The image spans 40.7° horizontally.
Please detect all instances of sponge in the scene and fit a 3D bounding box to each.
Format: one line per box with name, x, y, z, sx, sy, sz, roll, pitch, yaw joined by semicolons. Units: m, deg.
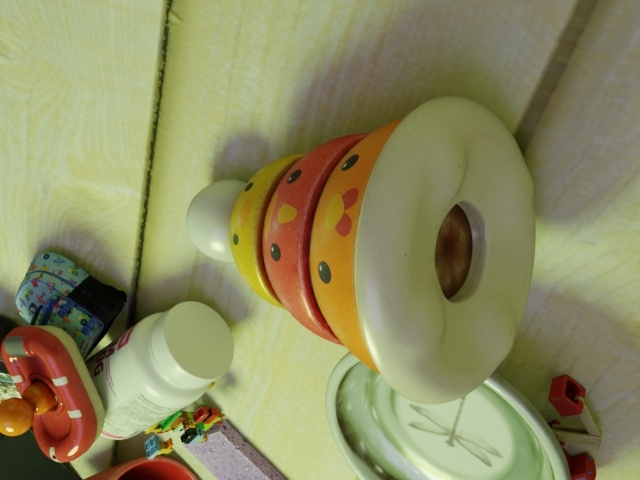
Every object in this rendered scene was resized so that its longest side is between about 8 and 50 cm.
sponge;-0.156;0.434;1.650;0.117;0.031;0.210;-28;112;37

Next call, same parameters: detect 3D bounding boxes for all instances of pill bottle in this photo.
pill bottle;-0.280;0.217;1.446;0.160;0.160;0.283;45;129;-14

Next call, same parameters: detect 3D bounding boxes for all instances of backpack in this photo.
backpack;-0.440;0.112;1.464;0.173;0.117;0.158;37;130;-4

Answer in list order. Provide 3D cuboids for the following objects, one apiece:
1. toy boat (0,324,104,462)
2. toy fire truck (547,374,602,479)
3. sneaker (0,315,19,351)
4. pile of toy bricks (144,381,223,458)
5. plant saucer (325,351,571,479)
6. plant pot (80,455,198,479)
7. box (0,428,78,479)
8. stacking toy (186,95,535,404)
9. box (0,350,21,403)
toy boat;-0.451;0.257;1.374;0.151;0.151;0.231;-5;112;37
toy fire truck;0.375;0.299;1.309;0.135;0.047;0.192;-32;109;38
sneaker;-0.695;0.238;1.668;0.295;0.124;0.178;-7;146;4
pile of toy bricks;-0.229;0.325;1.564;0.105;0.118;0.212;15;132;-42
plant saucer;0.198;0.294;1.315;0.400;0.100;0.400;20;131;25
plant pot;-0.396;0.571;1.727;0.243;0.275;0.275;-15;119;43
box;-0.726;0.542;1.851;0.343;0.179;0.312;-9;128;27
stacking toy;0.000;0.000;1.108;0.480;0.350;0.351;5;129;39
box;-0.537;0.271;1.582;0.233;0.044;0.159;17;139;-18
